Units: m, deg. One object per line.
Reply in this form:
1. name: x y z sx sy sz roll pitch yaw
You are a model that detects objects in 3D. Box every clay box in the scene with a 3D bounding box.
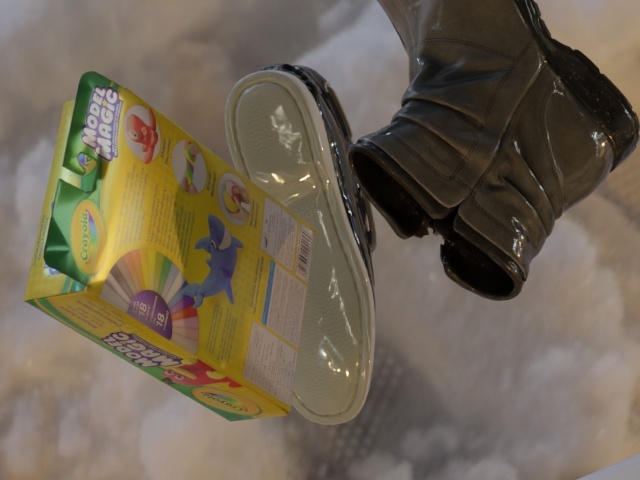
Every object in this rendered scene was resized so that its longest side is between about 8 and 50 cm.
1. clay box: -0.090 0.007 1.103 0.053 0.222 0.127 -11 59 34

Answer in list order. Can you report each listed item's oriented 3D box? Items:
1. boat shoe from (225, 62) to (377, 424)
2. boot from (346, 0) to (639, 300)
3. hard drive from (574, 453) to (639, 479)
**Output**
1. boat shoe: 0.000 0.000 1.601 0.114 0.091 0.303 -3 100 25
2. boot: 0.068 -0.093 1.141 0.246 0.083 0.161 46 57 3
3. hard drive: 0.282 0.167 1.346 0.203 0.307 0.040 2 66 -39
